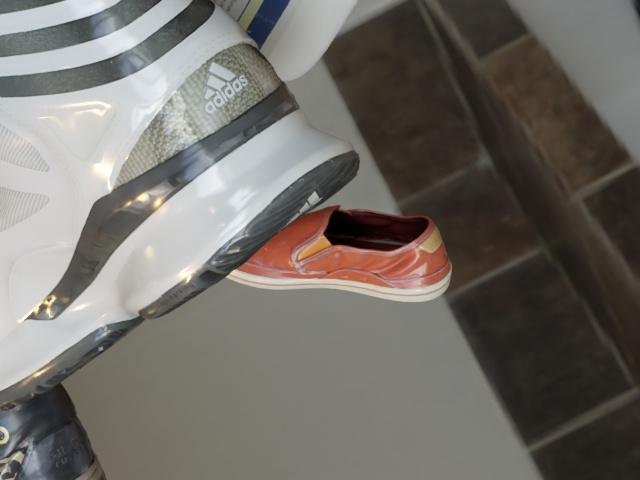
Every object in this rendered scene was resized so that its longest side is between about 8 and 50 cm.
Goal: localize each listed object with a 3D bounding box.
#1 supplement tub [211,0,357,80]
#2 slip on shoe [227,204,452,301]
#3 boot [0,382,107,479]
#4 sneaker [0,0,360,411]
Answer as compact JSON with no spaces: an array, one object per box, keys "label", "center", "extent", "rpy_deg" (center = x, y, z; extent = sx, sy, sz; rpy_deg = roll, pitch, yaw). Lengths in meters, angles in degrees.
[{"label":"supplement tub","center":[-0.100,-0.275,0.996],"extent":[0.325,0.235,0.235],"rpy_deg":[29,-172,-7]},{"label":"slip on shoe","center":[0.000,0.000,1.919],"extent":[0.123,0.331,0.101],"rpy_deg":[-62,-27,-50]},{"label":"boot","center":[-0.386,0.114,1.344],"extent":[0.138,0.377,0.284],"rpy_deg":[-53,-41,-61]},{"label":"sneaker","center":[-0.167,-0.063,0.929],"extent":[0.257,0.169,0.447],"rpy_deg":[54,147,-3]}]
